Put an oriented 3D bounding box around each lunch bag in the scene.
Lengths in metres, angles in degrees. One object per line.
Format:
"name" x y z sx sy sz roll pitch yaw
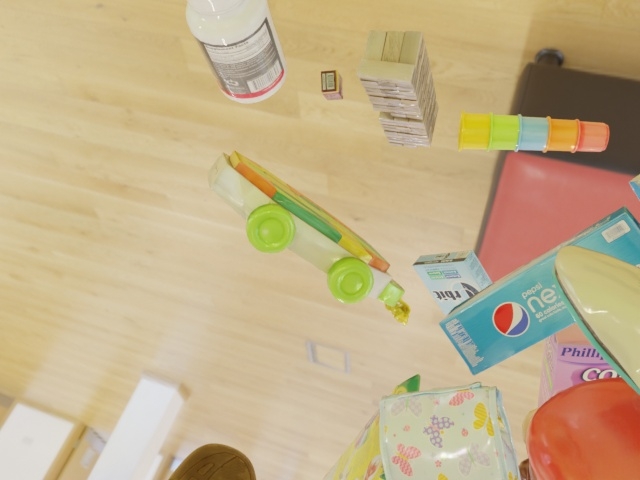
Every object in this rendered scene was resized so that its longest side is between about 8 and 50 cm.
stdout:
"lunch bag" 0.075 0.125 0.351 0.071 0.083 0.053 -14 174 19

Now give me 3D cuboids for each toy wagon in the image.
"toy wagon" 0.000 0.000 0.850 0.344 0.068 0.267 33 -173 -19

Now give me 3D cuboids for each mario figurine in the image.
"mario figurine" 0.215 0.240 0.506 0.198 0.170 0.320 31 123 15

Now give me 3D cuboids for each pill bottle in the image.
"pill bottle" -0.188 -0.461 1.352 0.176 0.176 0.318 13 160 15

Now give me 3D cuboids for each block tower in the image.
"block tower" 0.151 -0.264 1.120 0.091 0.097 0.335 10 174 16

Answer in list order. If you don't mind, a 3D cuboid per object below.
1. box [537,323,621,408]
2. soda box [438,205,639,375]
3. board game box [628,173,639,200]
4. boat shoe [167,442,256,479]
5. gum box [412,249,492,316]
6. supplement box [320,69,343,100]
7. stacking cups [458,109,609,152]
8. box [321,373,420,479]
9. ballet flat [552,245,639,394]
"box" 0.503 0.250 1.074 0.214 0.117 0.242 1 115 11
"soda box" 0.228 0.052 0.621 0.210 0.071 0.067 -36 83 27
"board game box" 0.796 -0.066 1.214 0.224 0.097 0.303 56 170 -5
"boat shoe" -0.161 0.396 0.678 0.123 0.342 0.123 21 135 -11
"gum box" 0.311 0.109 1.365 0.157 0.041 0.184 -10 119 55
"supplement box" 0.029 -0.379 1.513 0.043 0.054 0.083 -3 178 11
"stacking cups" 0.470 -0.235 1.377 0.316 0.096 0.096 5 145 10
"box" 0.043 0.202 0.521 0.043 0.105 0.179 28 122 0
"ballet flat" 0.244 0.092 0.372 0.248 0.086 0.086 59 151 16
